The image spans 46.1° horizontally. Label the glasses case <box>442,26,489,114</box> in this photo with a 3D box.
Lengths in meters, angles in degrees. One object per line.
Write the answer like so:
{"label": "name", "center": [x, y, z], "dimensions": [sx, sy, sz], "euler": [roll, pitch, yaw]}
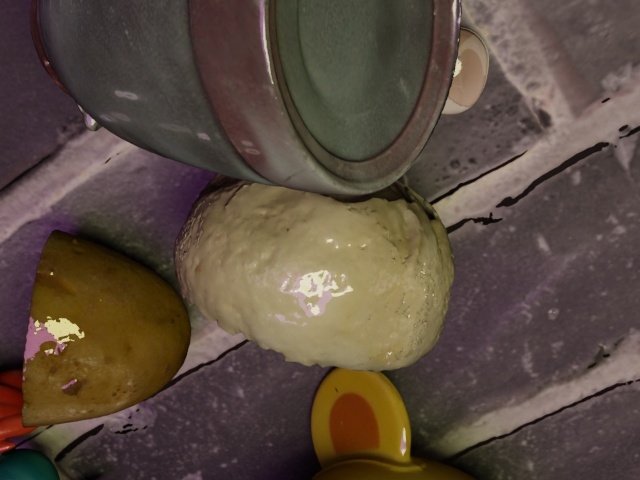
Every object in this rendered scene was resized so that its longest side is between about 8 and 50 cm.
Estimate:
{"label": "glasses case", "center": [0.048, -0.163, 0.680], "dimensions": [0.204, 0.051, 0.080], "euler": [8, 116, 6]}

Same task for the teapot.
{"label": "teapot", "center": [-0.076, -0.206, 0.570], "dimensions": [0.312, 0.233, 0.314], "euler": [11, 85, 34]}

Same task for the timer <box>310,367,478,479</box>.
{"label": "timer", "center": [0.050, 0.369, 0.788], "dimensions": [0.387, 0.376, 0.376], "euler": [48, 121, 35]}

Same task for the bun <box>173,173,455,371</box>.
{"label": "bun", "center": [0.000, 0.000, 0.657], "dimensions": [0.260, 0.259, 0.152], "euler": [18, 105, 1]}

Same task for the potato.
{"label": "potato", "center": [-0.215, 0.096, 0.783], "dimensions": [0.158, 0.178, 0.203], "euler": [5, 89, -11]}

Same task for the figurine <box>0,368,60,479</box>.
{"label": "figurine", "center": [-0.379, 0.243, 0.873], "dimensions": [0.257, 0.181, 0.208], "euler": [56, 150, -14]}
